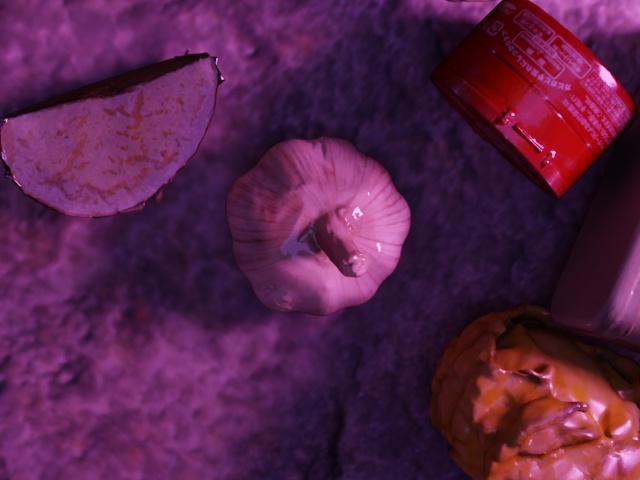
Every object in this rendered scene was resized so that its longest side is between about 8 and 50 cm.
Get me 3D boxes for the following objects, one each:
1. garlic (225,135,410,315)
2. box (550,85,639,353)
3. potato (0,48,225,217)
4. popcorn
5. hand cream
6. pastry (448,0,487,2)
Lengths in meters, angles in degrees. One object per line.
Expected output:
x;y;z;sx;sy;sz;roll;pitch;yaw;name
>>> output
0.000;0.000;1.439;0.199;0.226;0.199;-2;104;-8;garlic
0.470;-0.010;1.466;0.344;0.177;0.352;23;86;-11;box
-0.210;-0.104;1.470;0.243;0.098;0.138;-18;105;-6;potato
0.232;0.186;1.493;0.250;0.250;0.190;17;138;-6;popcorn
0.218;-0.147;1.439;0.125;0.193;0.193;-44;100;4;hand cream
0.153;-0.367;1.379;0.265;0.133;0.265;11;110;32;pastry
